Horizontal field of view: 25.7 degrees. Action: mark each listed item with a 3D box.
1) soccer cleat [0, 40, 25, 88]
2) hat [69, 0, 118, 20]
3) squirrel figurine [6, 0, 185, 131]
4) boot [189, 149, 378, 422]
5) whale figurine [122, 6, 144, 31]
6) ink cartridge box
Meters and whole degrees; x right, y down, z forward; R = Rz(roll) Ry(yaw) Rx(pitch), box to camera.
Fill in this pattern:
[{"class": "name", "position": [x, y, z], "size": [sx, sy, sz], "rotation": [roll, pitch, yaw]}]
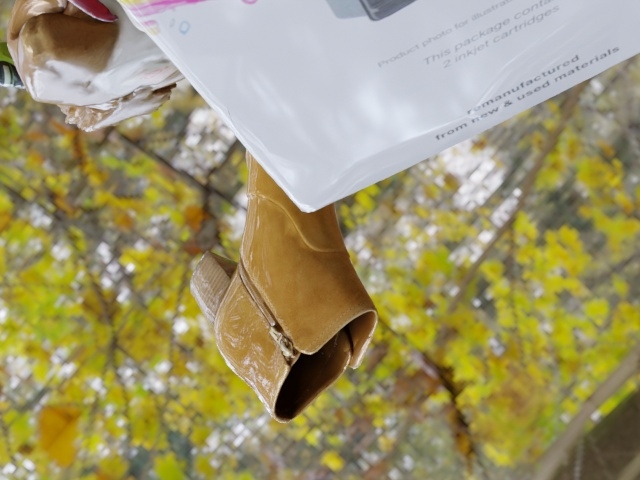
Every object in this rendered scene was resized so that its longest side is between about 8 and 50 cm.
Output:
[{"class": "soccer cleat", "position": [-0.423, -0.224, 1.805], "size": [0.179, 0.072, 0.060], "rotation": [15, -133, -60]}, {"class": "hat", "position": [-0.315, -0.246, 1.144], "size": [0.208, 0.183, 0.173], "rotation": [17, -140, 34]}, {"class": "squirrel figurine", "position": [-0.263, -0.338, 1.576], "size": [0.370, 0.281, 0.397], "rotation": [67, 164, 9]}, {"class": "boot", "position": [-0.001, 0.000, 1.272], "size": [0.104, 0.295, 0.211], "rotation": [16, -160, -41]}, {"class": "whale figurine", "position": [-0.060, -0.264, 0.873], "size": [0.216, 0.272, 0.141], "rotation": [41, -151, 17]}, {"class": "ink cartridge box", "position": [0.002, -0.179, 0.440], "size": [0.270, 0.197, 0.198], "rotation": [48, -162, -59]}]
